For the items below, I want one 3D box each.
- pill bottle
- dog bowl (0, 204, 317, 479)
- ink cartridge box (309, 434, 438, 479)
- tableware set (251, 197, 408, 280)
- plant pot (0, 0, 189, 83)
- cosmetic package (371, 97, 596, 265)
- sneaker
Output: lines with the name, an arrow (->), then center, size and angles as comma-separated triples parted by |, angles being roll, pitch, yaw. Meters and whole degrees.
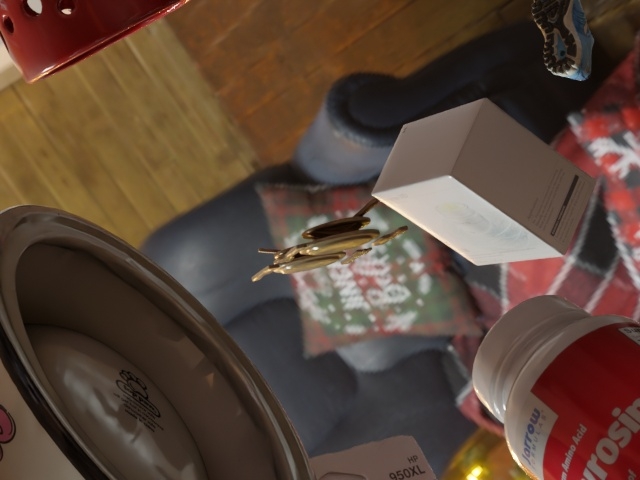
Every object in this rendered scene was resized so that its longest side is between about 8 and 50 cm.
pill bottle -> 0.359, 0.229, 1.326 | 0.407, 0.229, 0.229 | 41, 157, 51
dog bowl -> -0.184, 0.169, 1.028 | 0.408, 0.150, 0.408 | 45, -167, -14
ink cartridge box -> -0.047, 0.419, 1.370 | 0.166, 0.285, 0.395 | 60, 139, 26
tableware set -> 0.000, 0.000, 1.278 | 0.194, 0.128, 0.039 | 146, 112, -68
plant pot -> -0.224, -0.259, 1.054 | 0.191, 0.191, 0.174 | -1, 119, 62
cosmetic package -> 0.237, -0.078, 1.719 | 0.224, 0.138, 0.224 | 34, 162, -20
sneaker -> 0.329, -0.281, 1.552 | 0.063, 0.162, 0.073 | -19, 152, 39
